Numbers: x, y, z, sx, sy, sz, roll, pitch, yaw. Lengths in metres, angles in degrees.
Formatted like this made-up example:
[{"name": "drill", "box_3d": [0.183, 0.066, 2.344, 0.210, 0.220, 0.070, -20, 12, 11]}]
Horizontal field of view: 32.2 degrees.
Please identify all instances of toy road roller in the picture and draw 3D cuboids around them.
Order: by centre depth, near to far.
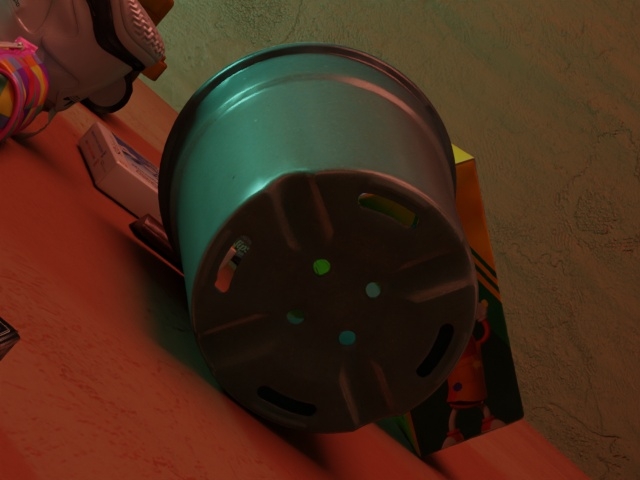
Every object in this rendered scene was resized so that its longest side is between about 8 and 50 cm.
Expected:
[{"name": "toy road roller", "box_3d": [-0.405, -0.398, 1.930, 0.329, 0.240, 0.202, 40, 4, -21]}]

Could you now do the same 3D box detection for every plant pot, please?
[{"name": "plant pot", "box_3d": [0.000, 0.000, 1.104, 0.341, 0.341, 0.334, 40, 12, -16]}]

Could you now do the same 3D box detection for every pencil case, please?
[{"name": "pencil case", "box_3d": [-0.323, -0.146, 1.074, 0.104, 0.104, 0.236, 40, 5, -15]}]

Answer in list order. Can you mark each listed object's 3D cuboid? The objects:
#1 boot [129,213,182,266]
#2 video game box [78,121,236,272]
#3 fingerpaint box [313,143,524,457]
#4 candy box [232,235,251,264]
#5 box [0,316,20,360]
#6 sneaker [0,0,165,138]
[{"name": "boot", "box_3d": [-0.176, 0.001, 1.328, 0.114, 0.037, 0.106, 35, 3, -14]}, {"name": "video game box", "box_3d": [-0.218, -0.059, 1.461, 0.205, 0.048, 0.187, 39, 7, -29]}, {"name": "fingerpaint box", "box_3d": [0.099, 0.020, 1.547, 0.445, 0.163, 0.371, -130, -156, -67]}, {"name": "candy box", "box_3d": [-0.095, 0.018, 1.725, 0.109, 0.053, 0.186, 41, 3, 3]}, {"name": "box", "box_3d": [-0.245, 0.011, 0.511, 0.184, 0.045, 0.191, 43, 4, 0]}, {"name": "sneaker", "box_3d": [-0.360, -0.293, 1.260, 0.366, 0.210, 0.137, 51, -3, 9]}]
